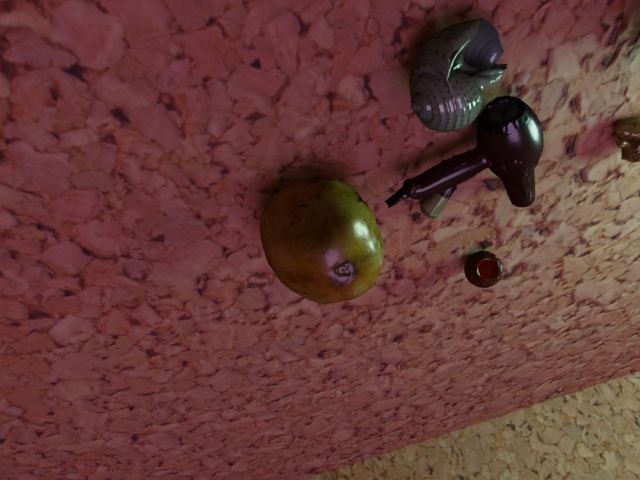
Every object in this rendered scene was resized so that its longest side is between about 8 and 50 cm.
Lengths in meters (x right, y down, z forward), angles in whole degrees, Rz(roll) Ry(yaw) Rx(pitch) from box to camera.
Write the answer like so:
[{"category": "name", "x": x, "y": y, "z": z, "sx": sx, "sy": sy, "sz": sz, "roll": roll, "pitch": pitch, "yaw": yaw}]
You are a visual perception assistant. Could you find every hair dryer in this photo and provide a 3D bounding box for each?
[{"category": "hair dryer", "x": 0.301, "y": -0.124, "z": 1.151, "sx": 0.341, "sy": 0.123, "sz": 0.312, "roll": -26, "pitch": 143, "yaw": 5}]

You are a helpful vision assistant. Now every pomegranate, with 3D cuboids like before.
[{"category": "pomegranate", "x": 0.000, "y": 0.000, "z": 1.097, "sx": 0.261, "sy": 0.260, "sz": 0.260, "roll": -10, "pitch": 139, "yaw": -9}]

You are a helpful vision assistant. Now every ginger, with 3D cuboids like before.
[{"category": "ginger", "x": 0.758, "y": -0.230, "z": 1.236, "sx": 0.206, "sy": 0.081, "sz": 0.115, "roll": -8, "pitch": 108, "yaw": 0}]

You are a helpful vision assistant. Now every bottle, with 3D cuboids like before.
[{"category": "bottle", "x": 0.269, "y": -0.100, "z": 1.234, "sx": 0.063, "sy": 0.047, "sz": 0.101, "roll": -32, "pitch": 158, "yaw": -54}]

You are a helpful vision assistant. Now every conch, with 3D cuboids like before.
[{"category": "conch", "x": 0.223, "y": -0.282, "z": 0.944, "sx": 0.200, "sy": 0.131, "sz": 0.172, "roll": -42, "pitch": 125, "yaw": -34}]

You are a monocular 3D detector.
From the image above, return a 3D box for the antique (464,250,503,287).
[{"category": "antique", "x": 0.431, "y": 0.076, "z": 1.450, "sx": 0.104, "sy": 0.104, "sz": 0.104, "roll": -10, "pitch": 139, "yaw": -9}]
